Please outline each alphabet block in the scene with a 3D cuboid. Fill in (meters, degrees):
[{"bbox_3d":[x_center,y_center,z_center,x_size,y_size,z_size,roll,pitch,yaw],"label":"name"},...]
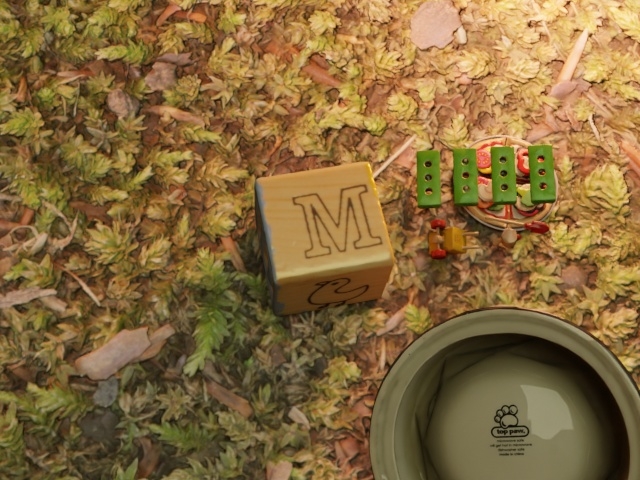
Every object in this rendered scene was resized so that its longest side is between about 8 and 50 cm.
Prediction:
[{"bbox_3d":[0.000,0.000,1.447,0.197,0.192,0.194,-10,70,-7],"label":"alphabet block"}]

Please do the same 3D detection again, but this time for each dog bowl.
[{"bbox_3d":[0.287,0.305,1.290,0.407,0.150,0.408,-2,85,18],"label":"dog bowl"}]

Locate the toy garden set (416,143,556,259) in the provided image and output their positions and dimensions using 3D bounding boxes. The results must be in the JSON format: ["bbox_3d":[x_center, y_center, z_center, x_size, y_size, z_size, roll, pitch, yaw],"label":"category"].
[{"bbox_3d":[0.298,-0.066,1.544,0.244,0.049,0.204,-2,72,8],"label":"toy garden set"}]

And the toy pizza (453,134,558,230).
[{"bbox_3d":[0.350,-0.113,1.602,0.201,0.032,0.201,1,67,-4],"label":"toy pizza"}]
